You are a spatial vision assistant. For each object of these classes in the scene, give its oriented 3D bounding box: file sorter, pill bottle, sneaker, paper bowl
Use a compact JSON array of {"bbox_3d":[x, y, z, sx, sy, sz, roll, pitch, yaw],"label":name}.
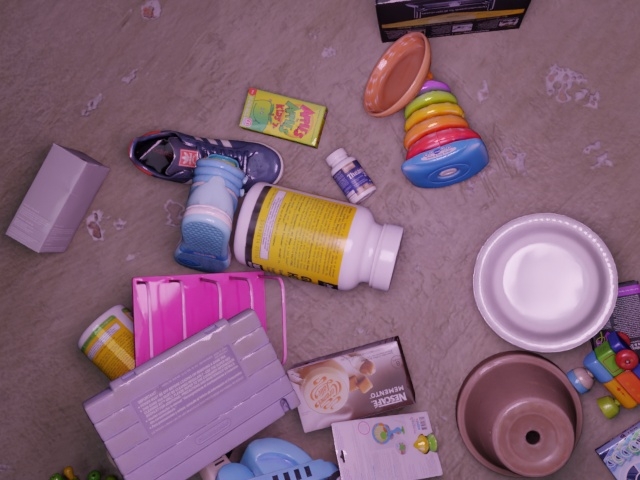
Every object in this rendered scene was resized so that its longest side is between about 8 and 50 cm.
[{"bbox_3d":[-0.231,0.172,1.420,0.291,0.182,0.202,-2,88,-22],"label":"file sorter"},{"bbox_3d":[-0.410,0.273,1.523,0.246,0.136,0.136,43,95,5],"label":"pill bottle"},{"bbox_3d":[0.000,0.000,1.447,0.334,0.188,0.187,14,91,9],"label":"pill bottle"},{"bbox_3d":[-0.260,-0.174,1.509,0.350,0.148,0.131,4,89,8],"label":"sneaker"},{"bbox_3d":[0.455,0.086,1.387,0.284,0.148,0.284,-1,87,14],"label":"paper bowl"},{"bbox_3d":[0.065,-0.143,1.502,0.067,0.067,0.120,-36,84,6],"label":"pill bottle"},{"bbox_3d":[-0.230,-0.062,1.464,0.127,0.319,0.208,15,65,-12],"label":"sneaker"}]

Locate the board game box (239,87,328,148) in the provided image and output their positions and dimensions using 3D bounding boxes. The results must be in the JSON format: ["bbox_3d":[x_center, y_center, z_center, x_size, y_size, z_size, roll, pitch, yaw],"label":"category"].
[{"bbox_3d":[-0.083,-0.277,1.539,0.181,0.043,0.092,16,91,8],"label":"board game box"}]

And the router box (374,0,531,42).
[{"bbox_3d":[0.268,-0.495,1.395,0.309,0.243,0.081,-4,88,7],"label":"router box"}]

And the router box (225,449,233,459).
[{"bbox_3d":[-0.264,0.474,1.548,0.122,0.038,0.092,24,93,8],"label":"router box"}]

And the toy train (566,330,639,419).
[{"bbox_3d":[0.633,0.318,1.382,0.143,0.105,0.248,-42,92,21],"label":"toy train"}]

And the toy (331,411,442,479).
[{"bbox_3d":[0.134,0.446,1.437,0.237,0.056,0.136,-1,65,-23],"label":"toy"}]

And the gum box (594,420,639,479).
[{"bbox_3d":[0.695,0.474,1.409,0.157,0.041,0.184,-35,83,6],"label":"gum box"}]

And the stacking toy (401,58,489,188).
[{"bbox_3d":[0.238,-0.279,1.457,0.175,0.166,0.301,-17,71,17],"label":"stacking toy"}]

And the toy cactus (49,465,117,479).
[{"bbox_3d":[-0.533,0.619,1.561,0.219,0.112,0.180,16,101,0],"label":"toy cactus"}]

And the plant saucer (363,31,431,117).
[{"bbox_3d":[0.168,-0.348,1.449,0.037,0.200,0.200,27,93,-27],"label":"plant saucer"}]

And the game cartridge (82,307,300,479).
[{"bbox_3d":[-0.236,0.305,1.287,0.355,0.068,0.230,-29,97,-21],"label":"game cartridge"}]

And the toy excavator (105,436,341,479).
[{"bbox_3d":[-0.179,0.506,1.423,0.445,0.433,0.222,43,121,41],"label":"toy excavator"}]

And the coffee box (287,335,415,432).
[{"bbox_3d":[0.070,0.310,1.474,0.247,0.098,0.141,-16,86,8],"label":"coffee box"}]

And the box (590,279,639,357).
[{"bbox_3d":[0.624,0.173,1.434,0.116,0.029,0.162,-11,86,9],"label":"box"}]

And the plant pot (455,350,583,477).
[{"bbox_3d":[0.410,0.365,1.360,0.263,0.229,0.263,0,88,7],"label":"plant pot"}]

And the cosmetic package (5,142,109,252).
[{"bbox_3d":[-0.603,-0.094,1.568,0.107,0.127,0.238,27,91,7],"label":"cosmetic package"}]
